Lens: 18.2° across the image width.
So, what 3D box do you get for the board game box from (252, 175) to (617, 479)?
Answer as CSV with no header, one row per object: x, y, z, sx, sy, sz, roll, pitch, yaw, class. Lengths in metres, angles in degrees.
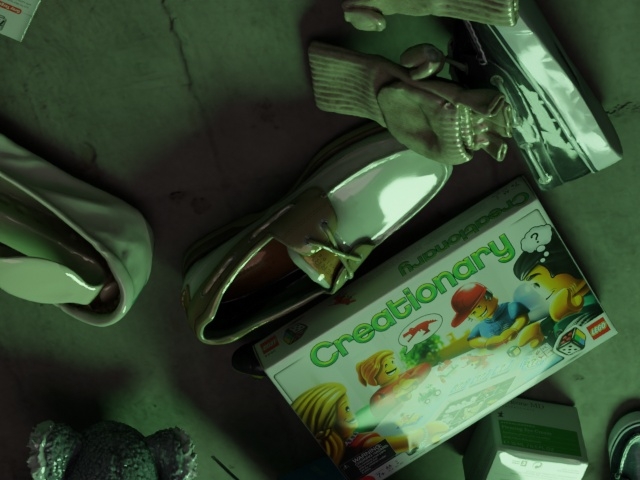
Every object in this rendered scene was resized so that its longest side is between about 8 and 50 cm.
0.113,0.094,1.919,0.305,0.053,0.193,-33,123,4,board game box

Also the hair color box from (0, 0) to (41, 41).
-0.257,-0.245,1.687,0.072,0.043,0.141,22,122,-18,hair color box

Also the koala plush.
-0.217,0.279,2.016,0.196,0.203,0.221,9,115,-10,koala plush

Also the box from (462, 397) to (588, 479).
0.209,0.227,2.047,0.101,0.087,0.102,9,126,-10,box

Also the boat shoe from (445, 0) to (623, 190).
0.157,-0.155,1.746,0.102,0.108,0.301,-28,131,15,boat shoe

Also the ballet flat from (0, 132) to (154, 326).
-0.325,-0.038,1.789,0.400,0.139,0.139,27,122,-21,ballet flat

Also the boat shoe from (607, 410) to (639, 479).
0.336,0.269,2.089,0.065,0.083,0.183,-3,128,-1,boat shoe

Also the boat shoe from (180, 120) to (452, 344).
0.000,0.000,1.851,0.302,0.103,0.113,-35,122,22,boat shoe

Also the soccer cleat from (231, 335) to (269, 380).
-0.001,0.092,1.957,0.179,0.060,0.072,-9,118,-4,soccer cleat

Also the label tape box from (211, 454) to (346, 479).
0.069,0.323,2.008,0.106,0.240,0.333,-45,123,-8,label tape box

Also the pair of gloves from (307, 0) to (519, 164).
0.070,-0.168,1.691,0.204,0.042,0.240,22,140,23,pair of gloves
